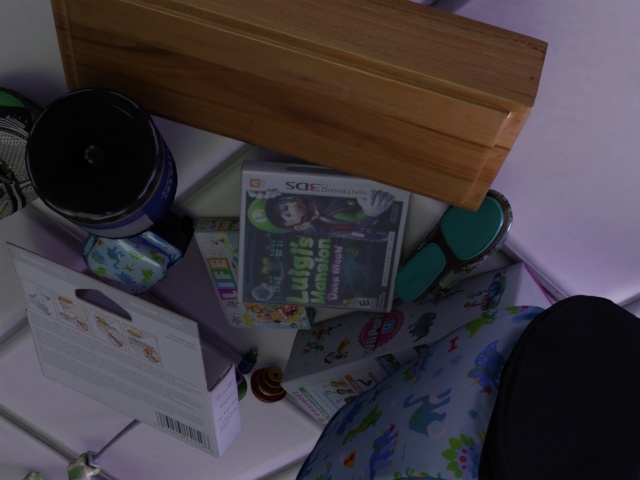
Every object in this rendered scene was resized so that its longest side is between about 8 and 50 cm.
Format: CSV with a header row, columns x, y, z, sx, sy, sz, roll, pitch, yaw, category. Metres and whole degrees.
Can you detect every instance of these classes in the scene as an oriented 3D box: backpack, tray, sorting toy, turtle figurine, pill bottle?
x,y,z,sx,sy,sz,roll,pitch,yaw,category
0.140,0.226,1.125,0.273,0.290,0.355,29,141,0,backpack
-0.210,0.009,1.267,0.105,0.084,0.114,33,137,-11,backpack
-0.029,-0.151,1.015,0.411,0.076,0.203,17,156,1,tray
-0.085,0.165,1.399,0.102,0.061,0.042,7,140,-22,sorting toy
-0.307,0.393,1.665,0.266,0.274,0.198,3,161,43,turtle figurine
-0.202,-0.065,1.102,0.123,0.123,0.219,18,175,0,pill bottle

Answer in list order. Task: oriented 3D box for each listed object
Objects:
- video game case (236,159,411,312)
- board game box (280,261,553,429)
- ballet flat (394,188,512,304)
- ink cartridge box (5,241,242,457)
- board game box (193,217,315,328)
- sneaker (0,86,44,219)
x,y,z,sx,sy,sz,roll,pitch,yaw,category
0.000,0.000,1.208,0.173,0.022,0.190,4,133,-1,video game case
0.143,0.165,1.302,0.303,0.097,0.224,-20,124,31,board game box
0.146,0.002,1.170,0.070,0.070,0.188,32,139,-14,ballet flat
-0.228,0.115,1.343,0.275,0.060,0.239,20,136,23,ink cartridge box
-0.072,0.039,1.293,0.103,0.026,0.154,0,133,18,board game box
-0.387,-0.042,1.229,0.343,0.146,0.134,-29,119,36,sneaker
